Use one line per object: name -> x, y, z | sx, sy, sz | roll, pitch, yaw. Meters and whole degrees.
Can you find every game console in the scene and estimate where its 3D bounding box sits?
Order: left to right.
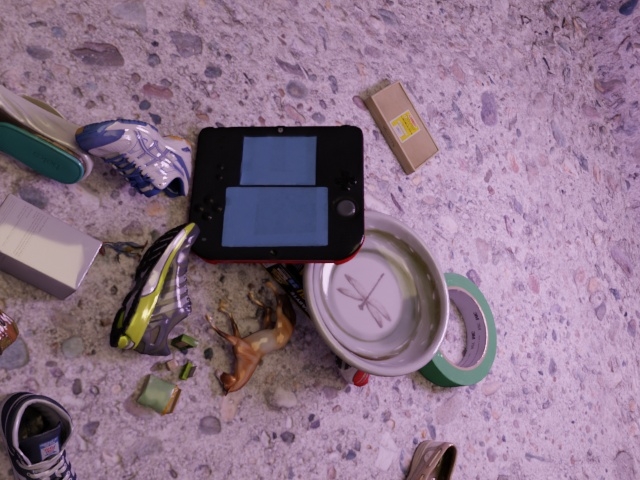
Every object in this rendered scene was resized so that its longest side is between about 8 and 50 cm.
game console -> -0.095, -0.110, 1.328 | 0.387, 0.060, 0.341 | 0, 72, 2

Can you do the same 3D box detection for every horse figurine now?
horse figurine -> -0.140, 0.203, 1.322 | 0.263, 0.066, 0.174 | -28, 87, -38

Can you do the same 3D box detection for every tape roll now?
tape roll -> 0.375, 0.255, 1.699 | 0.321, 0.077, 0.321 | 14, 66, -34

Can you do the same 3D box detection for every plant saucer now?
plant saucer -> 0.122, 0.127, 1.411 | 0.401, 0.100, 0.400 | 11, 66, -26

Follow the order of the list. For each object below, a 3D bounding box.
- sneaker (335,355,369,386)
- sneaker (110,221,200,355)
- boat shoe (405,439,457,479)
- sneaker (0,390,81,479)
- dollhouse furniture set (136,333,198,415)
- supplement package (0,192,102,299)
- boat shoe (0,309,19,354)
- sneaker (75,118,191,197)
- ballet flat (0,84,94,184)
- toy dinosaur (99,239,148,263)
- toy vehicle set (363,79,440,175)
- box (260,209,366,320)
sneaker -> 0.129, 0.249, 1.514 | 0.279, 0.107, 0.118 | -55, 128, -33
sneaker -> -0.313, 0.098, 1.208 | 0.121, 0.111, 0.299 | 36, 63, -31
boat shoe -> 0.261, 0.636, 1.465 | 0.109, 0.098, 0.302 | 44, 53, -18
sneaker -> -0.441, 0.378, 0.968 | 0.099, 0.153, 0.282 | -23, 90, -40
dollhouse furniture set -> -0.294, 0.267, 1.183 | 0.076, 0.059, 0.151 | 34, 57, -24
supplement package -> -0.510, 0.016, 1.068 | 0.179, 0.105, 0.105 | 34, 56, -24
boat shoe -> -0.627, 0.071, 0.968 | 0.104, 0.111, 0.307 | -46, 115, -42
sneaker -> -0.357, -0.157, 1.195 | 0.296, 0.112, 0.130 | 6, 77, -62
ballet flat -> -0.603, -0.245, 1.088 | 0.400, 0.139, 0.139 | 32, 58, -31
toy dinosaur -> -0.405, 0.018, 1.207 | 0.082, 0.090, 0.047 | 19, 103, -10
toy vehicle set -> 0.257, -0.352, 1.838 | 0.166, 0.035, 0.266 | -37, 99, -40
box -> 0.000, 0.000, 1.492 | 0.257, 0.079, 0.322 | 48, 52, -13
